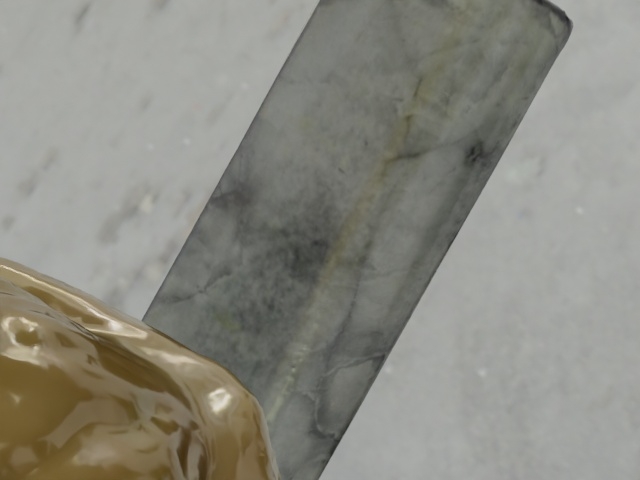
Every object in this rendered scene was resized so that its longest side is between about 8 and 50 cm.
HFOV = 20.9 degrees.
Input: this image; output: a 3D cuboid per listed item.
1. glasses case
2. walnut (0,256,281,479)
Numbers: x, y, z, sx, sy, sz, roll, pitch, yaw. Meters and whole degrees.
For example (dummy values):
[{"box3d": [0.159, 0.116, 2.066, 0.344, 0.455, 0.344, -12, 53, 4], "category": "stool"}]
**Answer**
[{"box3d": [0.000, 0.000, 0.825, 0.299, 0.114, 0.060, -62, 0, 6], "category": "glasses case"}, {"box3d": [-0.153, 0.143, 0.504, 0.333, 0.333, 0.333, -37, 34, 31], "category": "walnut"}]
